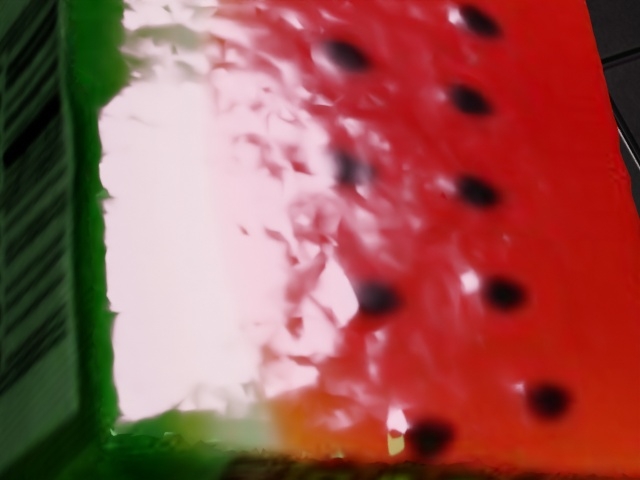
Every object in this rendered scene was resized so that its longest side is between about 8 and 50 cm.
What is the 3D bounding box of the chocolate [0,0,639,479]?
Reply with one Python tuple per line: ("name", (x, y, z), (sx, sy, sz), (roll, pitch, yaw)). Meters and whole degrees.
("chocolate", (0.000, 0.000, 0.744), (0.341, 0.161, 0.360), (8, 58, -24))
